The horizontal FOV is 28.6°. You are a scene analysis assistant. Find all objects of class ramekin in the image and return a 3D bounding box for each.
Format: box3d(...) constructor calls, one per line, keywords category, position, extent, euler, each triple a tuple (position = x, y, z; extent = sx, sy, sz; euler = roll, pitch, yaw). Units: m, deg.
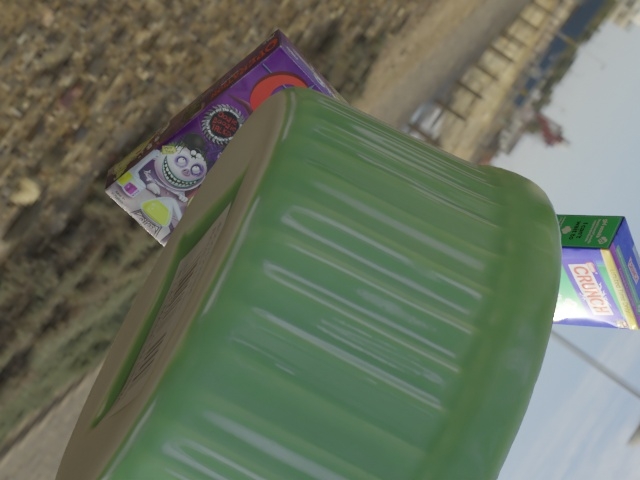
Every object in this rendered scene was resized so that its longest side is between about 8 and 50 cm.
box3d(category="ramekin", position=(-0.021, 0.067, 0.668), extent=(0.303, 0.148, 0.303), euler=(-57, -168, 20))

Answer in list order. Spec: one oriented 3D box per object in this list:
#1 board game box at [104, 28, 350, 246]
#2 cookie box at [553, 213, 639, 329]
box3d(category="board game box", position=(0.000, 0.000, 1.140), extent=(0.208, 0.347, 0.056), euler=(-40, -155, 13))
box3d(category="cookie box", position=(0.190, 0.023, 0.969), extent=(0.040, 0.107, 0.092), euler=(-59, 135, -35))
